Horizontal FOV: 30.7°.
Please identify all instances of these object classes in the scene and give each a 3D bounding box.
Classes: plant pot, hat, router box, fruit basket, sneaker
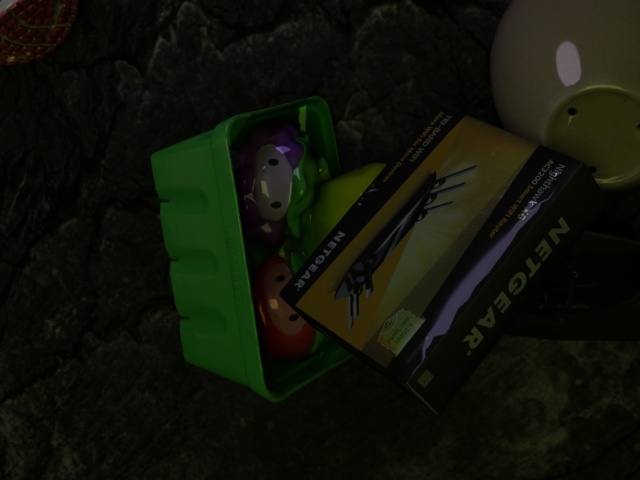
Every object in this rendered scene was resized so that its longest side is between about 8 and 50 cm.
[{"bbox_3d":[0.332,-0.167,1.367,0.284,0.191,0.284,7,124,10],"label":"plant pot"},{"bbox_3d":[0.310,0.018,1.478,0.331,0.331,0.134,-3,58,15],"label":"hat"},{"bbox_3d":[0.134,0.011,1.327,0.309,0.081,0.243,-51,42,-8],"label":"router box"},{"bbox_3d":[0.000,0.000,1.516,0.392,0.283,0.392,9,108,30],"label":"fruit basket"},{"bbox_3d":[-0.382,-0.362,1.607,0.299,0.121,0.112,-45,60,20],"label":"sneaker"}]
